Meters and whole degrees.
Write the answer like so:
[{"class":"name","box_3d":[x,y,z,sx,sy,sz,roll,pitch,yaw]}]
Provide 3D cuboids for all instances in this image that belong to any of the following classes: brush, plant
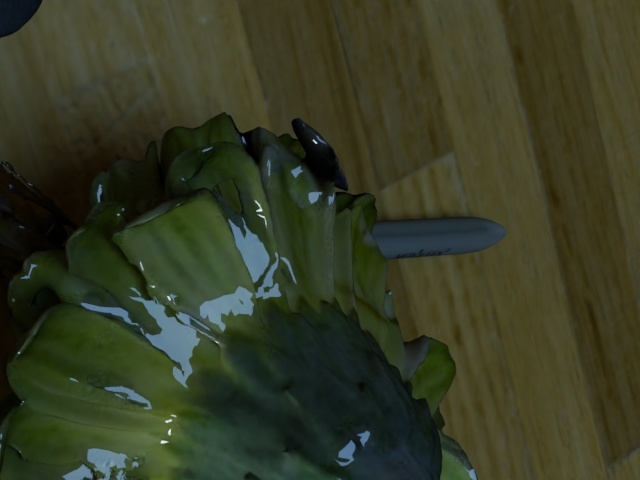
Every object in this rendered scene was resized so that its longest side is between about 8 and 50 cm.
[{"class":"brush","box_3d":[0.000,0.000,1.025,0.299,0.042,0.039,-6,97,-44]},{"class":"plant","box_3d":[-0.009,0.068,0.874,0.306,0.297,0.261,-1,83,-36]}]

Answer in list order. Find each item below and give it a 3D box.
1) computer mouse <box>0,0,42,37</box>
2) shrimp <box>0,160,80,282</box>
[{"class":"computer mouse","box_3d":[-0.203,-0.148,0.768,0.379,0.090,0.167,-27,91,-42]},{"class":"shrimp","box_3d":[-0.201,-0.008,0.816,0.248,0.068,0.150,14,78,-38]}]
